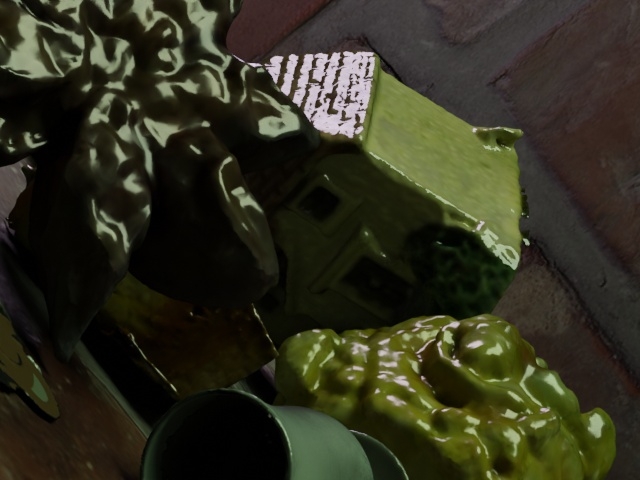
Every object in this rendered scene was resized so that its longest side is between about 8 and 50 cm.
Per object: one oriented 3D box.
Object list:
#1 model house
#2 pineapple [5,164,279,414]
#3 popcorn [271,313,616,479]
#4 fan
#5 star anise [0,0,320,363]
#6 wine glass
[{"bbox_3d":[0.000,0.000,1.648,0.266,0.321,0.261,34,29,-15],"label":"model house"},{"bbox_3d":[-0.099,0.031,1.175,0.236,0.114,0.186,54,1,-42],"label":"pineapple"},{"bbox_3d":[0.086,0.160,1.456,0.250,0.235,0.241,40,16,24],"label":"popcorn"},{"bbox_3d":[-0.207,-0.007,0.914,0.227,0.008,0.152,54,3,28],"label":"fan"},{"bbox_3d":[-0.137,-0.084,1.030,0.315,0.108,0.315,18,60,-35],"label":"star anise"},{"bbox_3d":[-0.023,0.146,1.057,0.103,0.103,0.231,53,7,21],"label":"wine glass"}]
